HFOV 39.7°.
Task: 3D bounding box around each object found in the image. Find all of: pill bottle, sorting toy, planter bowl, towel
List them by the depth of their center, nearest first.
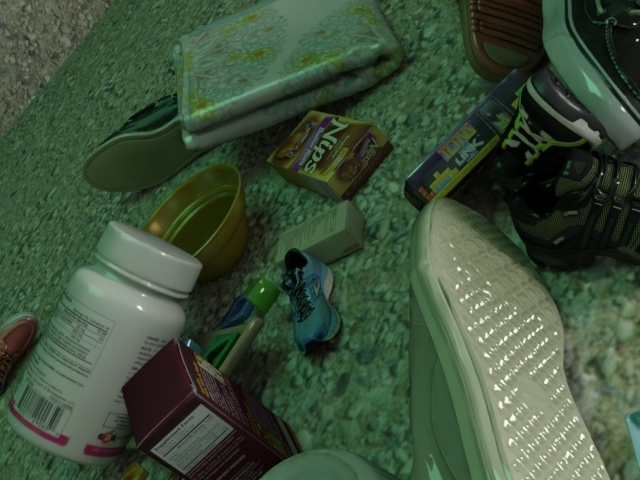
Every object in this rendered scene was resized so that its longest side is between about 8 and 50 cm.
[{"bbox_3d":[-0.166,0.173,1.082,0.196,0.047,0.348,-25,28,57],"label":"sorting toy"},{"bbox_3d":[-0.273,0.129,1.146,0.160,0.160,0.283,30,93,58],"label":"pill bottle"},{"bbox_3d":[-0.172,-0.004,1.314,0.217,0.090,0.217,-31,33,23],"label":"planter bowl"},{"bbox_3d":[-0.069,-0.302,1.475,0.374,0.090,0.321,-21,38,5],"label":"towel"}]

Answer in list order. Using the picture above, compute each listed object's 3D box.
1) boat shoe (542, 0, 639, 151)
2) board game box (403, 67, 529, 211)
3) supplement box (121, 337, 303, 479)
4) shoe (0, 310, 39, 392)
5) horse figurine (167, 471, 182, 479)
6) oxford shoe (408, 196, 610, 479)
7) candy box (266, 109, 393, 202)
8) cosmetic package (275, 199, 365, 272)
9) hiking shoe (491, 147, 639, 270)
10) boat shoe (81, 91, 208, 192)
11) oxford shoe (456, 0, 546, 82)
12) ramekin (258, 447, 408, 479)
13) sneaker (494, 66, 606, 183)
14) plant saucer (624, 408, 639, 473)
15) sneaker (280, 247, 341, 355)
[{"bbox_3d":[0.319,-0.230,0.972,0.119,0.121,0.335,-32,31,28],"label":"boat shoe"},{"bbox_3d":[0.169,-0.105,1.005,0.170,0.048,0.141,-45,-7,0],"label":"board game box"},{"bbox_3d":[-0.102,0.199,0.901,0.081,0.188,0.104,-44,31,3],"label":"supplement box"},{"bbox_3d":[-0.552,0.209,1.543,0.178,0.063,0.081,-48,32,6],"label":"shoe"},{"bbox_3d":[-0.161,0.331,0.912,0.174,0.066,0.263,-41,19,3],"label":"horse figurine"},{"bbox_3d":[0.133,0.122,0.763,0.130,0.169,0.449,-52,24,33],"label":"oxford shoe"},{"bbox_3d":[0.010,-0.125,1.280,0.109,0.053,0.186,-50,33,-10],"label":"candy box"},{"bbox_3d":[0.000,0.000,1.155,0.115,0.041,0.060,-25,36,29],"label":"cosmetic package"},{"bbox_3d":[0.269,-0.034,0.809,0.226,0.114,0.086,-14,44,41],"label":"hiking shoe"},{"bbox_3d":[-0.294,-0.203,1.651,0.340,0.127,0.113,-28,38,20],"label":"boat shoe"},{"bbox_3d":[0.250,-0.350,1.227,0.146,0.140,0.397,125,163,-55],"label":"oxford shoe"},{"bbox_3d":[0.004,0.279,0.761,0.207,0.109,0.207,-31,34,23],"label":"ramekin"},{"bbox_3d":[0.221,-0.094,0.884,0.097,0.234,0.084,-41,73,9],"label":"sneaker"},{"bbox_3d":[0.324,0.126,0.653,0.192,0.018,0.067,-28,35,25],"label":"plant saucer"},{"bbox_3d":[-0.024,0.071,1.069,0.063,0.073,0.162,-34,33,17],"label":"sneaker"}]
